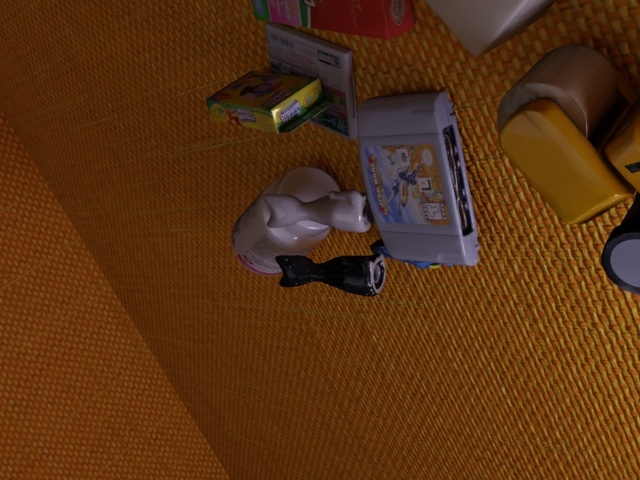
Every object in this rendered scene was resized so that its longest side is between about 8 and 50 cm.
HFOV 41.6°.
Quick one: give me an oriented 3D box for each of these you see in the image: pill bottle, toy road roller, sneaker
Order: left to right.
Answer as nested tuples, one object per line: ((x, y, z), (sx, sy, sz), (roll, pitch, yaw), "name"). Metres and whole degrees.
((-0.072, -0.039, 1.767), (0.160, 0.160, 0.283), (52, 150, 0), "pill bottle")
((0.172, 0.024, 1.593), (0.209, 0.069, 0.082), (-6, 115, 55), "sneaker")
((0.404, -0.122, 1.013), (0.329, 0.202, 0.240), (46, 138, 0), "toy road roller")

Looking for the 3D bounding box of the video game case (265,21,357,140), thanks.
((-0.016, -0.295, 1.558), (0.201, 0.023, 0.183), (28, 142, 33), "video game case")

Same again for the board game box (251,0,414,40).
((-0.008, -0.457, 1.333), (0.317, 0.064, 0.242), (21, 138, 42), "board game box")

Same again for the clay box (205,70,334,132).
((-0.093, -0.257, 1.551), (0.222, 0.127, 0.053), (16, 135, 44), "clay box")

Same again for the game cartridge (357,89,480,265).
((0.159, -0.101, 1.435), (0.198, 0.062, 0.297), (1, 112, 43), "game cartridge")

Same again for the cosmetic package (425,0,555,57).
((0.257, -0.369, 0.985), (0.129, 0.153, 0.296), (50, 148, 6), "cosmetic package")

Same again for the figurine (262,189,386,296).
((0.000, 0.000, 1.573), (0.210, 0.092, 0.214), (0, 117, 22), "figurine")
